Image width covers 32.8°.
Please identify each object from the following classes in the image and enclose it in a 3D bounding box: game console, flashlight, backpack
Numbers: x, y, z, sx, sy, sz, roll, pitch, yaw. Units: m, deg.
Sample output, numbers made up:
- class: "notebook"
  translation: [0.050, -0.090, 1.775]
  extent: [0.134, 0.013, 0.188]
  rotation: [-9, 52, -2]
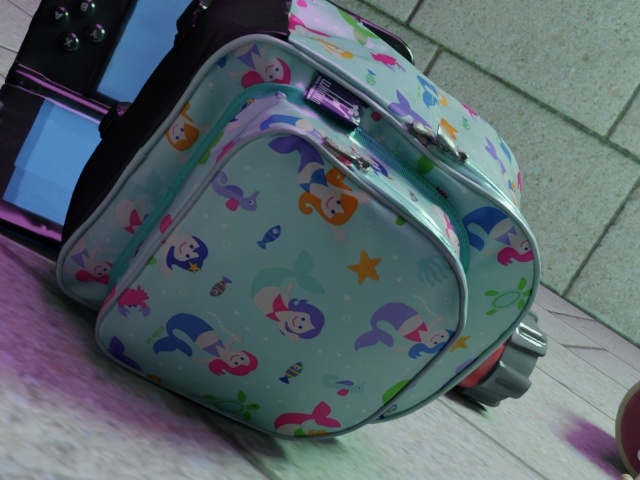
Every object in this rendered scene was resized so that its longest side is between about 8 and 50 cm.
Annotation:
- class: "game console"
  translation: [-0.077, -0.090, 0.794]
  extent: [0.293, 0.250, 0.173]
  rotation: [24, 2, -18]
- class: "flashlight"
  translation: [0.059, 0.051, 0.974]
  extent: [0.304, 0.103, 0.103]
  rotation: [27, 30, -23]
- class: "backpack"
  translation: [0.000, 0.000, 0.640]
  extent: [0.253, 0.225, 0.191]
  rotation: [30, 30, -25]

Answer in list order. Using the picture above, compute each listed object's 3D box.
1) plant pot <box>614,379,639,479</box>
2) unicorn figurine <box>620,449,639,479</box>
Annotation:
- class: "plant pot"
  translation: [0.411, 0.196, 1.140]
  extent: [0.180, 0.201, 0.201]
  rotation: [-1, 30, -45]
- class: "unicorn figurine"
  translation: [0.279, 0.221, 0.894]
  extent: [0.162, 0.060, 0.111]
  rotation: [31, 8, 0]
